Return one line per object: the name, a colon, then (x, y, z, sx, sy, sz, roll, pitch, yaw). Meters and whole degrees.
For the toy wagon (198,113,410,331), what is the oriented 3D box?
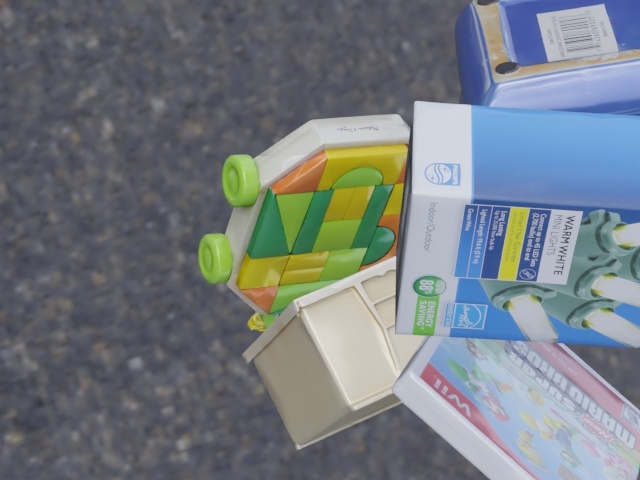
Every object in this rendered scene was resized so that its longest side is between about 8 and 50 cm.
toy wagon: (0.000, 0.000, 2.085, 0.267, 0.344, 0.068, -5, 47, -27)

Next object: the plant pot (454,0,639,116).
plant pot: (0.222, -0.085, 1.510, 0.236, 0.236, 0.212, -91, 171, -59)

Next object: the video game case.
video game case: (0.167, 0.132, 1.471, 0.204, 0.025, 0.285, 41, 21, 1)

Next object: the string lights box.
string lights box: (0.178, -0.005, 1.097, 0.133, 0.260, 0.076, 93, 0, -50)

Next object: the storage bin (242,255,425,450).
storage bin: (0.084, 0.094, 1.921, 0.260, 0.262, 0.123, -23, 81, -18)
